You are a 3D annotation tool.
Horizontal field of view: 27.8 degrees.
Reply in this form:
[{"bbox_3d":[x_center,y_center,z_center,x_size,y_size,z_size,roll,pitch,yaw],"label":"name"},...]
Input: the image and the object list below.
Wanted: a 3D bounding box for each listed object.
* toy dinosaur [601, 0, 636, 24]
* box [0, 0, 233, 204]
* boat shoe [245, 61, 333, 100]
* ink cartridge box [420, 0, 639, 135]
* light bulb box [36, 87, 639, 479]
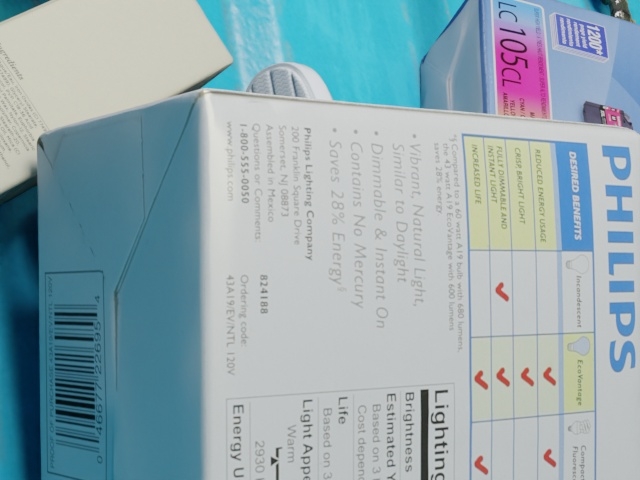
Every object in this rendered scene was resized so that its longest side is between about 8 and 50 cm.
[{"bbox_3d":[0.348,-0.360,1.599,0.118,0.064,0.268,-24,83,-38],"label":"toy dinosaur"},{"bbox_3d":[-0.200,-0.114,0.971,0.275,0.094,0.113,-36,95,-45],"label":"box"},{"bbox_3d":[0.000,0.000,1.099,0.094,0.109,0.302,0,80,-55],"label":"boat shoe"},{"bbox_3d":[0.305,-0.068,1.282,0.395,0.151,0.270,12,61,-19],"label":"ink cartridge box"},{"bbox_3d":[0.019,0.096,0.881,0.361,0.225,0.358,1,88,-36],"label":"light bulb box"}]
